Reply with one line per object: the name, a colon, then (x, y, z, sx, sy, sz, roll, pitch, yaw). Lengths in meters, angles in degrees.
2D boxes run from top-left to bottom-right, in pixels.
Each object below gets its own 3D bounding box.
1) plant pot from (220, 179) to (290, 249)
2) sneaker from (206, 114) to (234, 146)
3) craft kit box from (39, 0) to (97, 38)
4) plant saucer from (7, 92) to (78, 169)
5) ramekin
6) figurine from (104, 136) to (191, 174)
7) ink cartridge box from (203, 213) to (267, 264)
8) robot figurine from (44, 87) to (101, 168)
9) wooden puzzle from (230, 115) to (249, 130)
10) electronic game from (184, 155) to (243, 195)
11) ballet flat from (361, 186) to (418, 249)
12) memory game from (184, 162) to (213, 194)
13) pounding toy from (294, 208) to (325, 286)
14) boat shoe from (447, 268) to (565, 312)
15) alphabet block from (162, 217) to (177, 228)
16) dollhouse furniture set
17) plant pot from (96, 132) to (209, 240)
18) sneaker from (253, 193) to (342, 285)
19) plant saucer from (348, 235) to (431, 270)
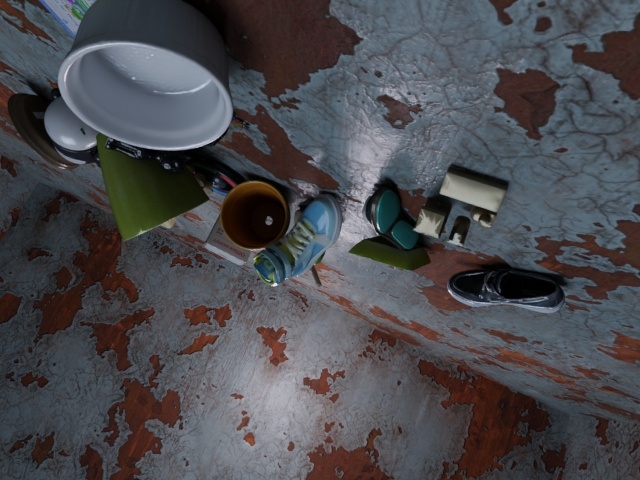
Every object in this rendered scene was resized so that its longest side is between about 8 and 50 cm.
plant pot: (-0.182, -0.070, 1.492, 0.205, 0.205, 0.188, 22, -179, 9)
sneaker: (-0.282, -0.298, 1.022, 0.081, 0.091, 0.232, 8, 155, 44)
craft kit box: (-0.406, -0.431, 0.851, 0.246, 0.061, 0.250, 21, 165, 21)
plant saucer: (-0.878, -0.359, 1.561, 0.278, 0.041, 0.278, 59, -170, -17)
ramekin: (-0.288, -0.287, 0.833, 0.276, 0.135, 0.277, -1, 157, 0)
figurine: (-0.408, -0.274, 1.225, 0.209, 0.093, 0.215, 25, 136, -25)
ink cartridge box: (-0.290, -0.041, 1.678, 0.154, 0.213, 0.093, 28, 164, -13)
robot figurine: (-0.728, -0.334, 1.461, 0.209, 0.174, 0.278, 18, 167, -17)
wooden puzzle: (-0.206, -0.281, 1.133, 0.083, 0.006, 0.049, 27, 165, -8)
electronic game: (-0.341, -0.198, 1.542, 0.229, 0.048, 0.229, 23, 164, 7)
ballet flat: (0.157, -0.054, 1.187, 0.096, 0.095, 0.280, 29, 170, 35)
memory game: (-0.420, -0.210, 1.543, 0.186, 0.012, 0.186, 29, 161, 11)
pounding toy: (0.000, 0.000, 1.543, 0.183, 0.110, 0.237, -129, 28, -51)
boat shoe: (0.468, 0.120, 1.256, 0.301, 0.108, 0.102, 9, 159, 39)
alphabet block: (-0.580, -0.180, 1.698, 0.192, 0.194, 0.197, 24, 165, -5)
dollhouse furniture set: (0.290, -0.088, 0.980, 0.144, 0.123, 0.151, 20, 130, 14)
plant pot: (-0.513, -0.191, 1.393, 0.274, 0.274, 0.294, -3, 115, 60)
sneaker: (-0.073, 0.016, 1.336, 0.127, 0.208, 0.319, 45, 131, 18)
plant saucer: (0.202, 0.027, 1.356, 0.188, 0.045, 0.188, 17, -167, 27)
